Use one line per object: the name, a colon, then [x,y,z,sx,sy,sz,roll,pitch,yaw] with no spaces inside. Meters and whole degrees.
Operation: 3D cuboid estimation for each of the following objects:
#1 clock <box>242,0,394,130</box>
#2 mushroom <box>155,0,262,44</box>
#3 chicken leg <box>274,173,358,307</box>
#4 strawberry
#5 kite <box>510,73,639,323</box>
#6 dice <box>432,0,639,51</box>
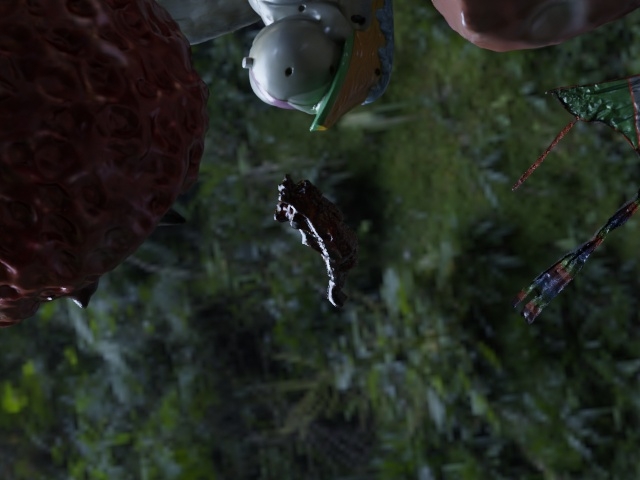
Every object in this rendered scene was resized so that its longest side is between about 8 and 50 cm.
clock: [-0.006,-0.205,1.472,0.103,0.144,0.231,119,152,-57]
mushroom: [-0.137,-0.348,2.109,0.095,0.351,0.123,-92,-18,-48]
chicken leg: [0.005,-0.003,1.984,0.219,0.089,0.048,56,-139,-32]
strawberry: [-0.245,-0.076,1.068,0.310,0.291,0.292,-5,-94,-44]
kite: [0.218,-0.028,1.033,0.198,0.244,0.006,44,-156,17]
dice: [0.117,-0.227,0.886,0.175,0.174,0.179,62,-176,-58]
